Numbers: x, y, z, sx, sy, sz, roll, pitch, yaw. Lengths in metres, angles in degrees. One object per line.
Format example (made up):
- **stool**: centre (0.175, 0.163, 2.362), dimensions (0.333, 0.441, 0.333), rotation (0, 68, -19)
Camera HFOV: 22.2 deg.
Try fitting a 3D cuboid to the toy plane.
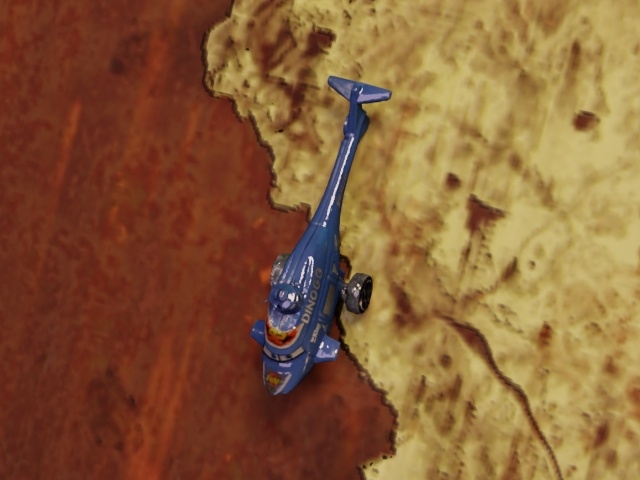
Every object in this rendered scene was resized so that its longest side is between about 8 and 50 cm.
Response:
- **toy plane**: centre (0.000, 0.000, 0.841), dimensions (0.054, 0.062, 0.167), rotation (14, 83, 21)
